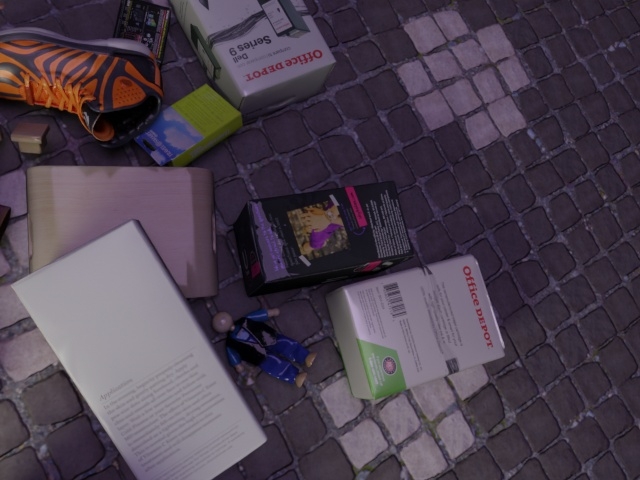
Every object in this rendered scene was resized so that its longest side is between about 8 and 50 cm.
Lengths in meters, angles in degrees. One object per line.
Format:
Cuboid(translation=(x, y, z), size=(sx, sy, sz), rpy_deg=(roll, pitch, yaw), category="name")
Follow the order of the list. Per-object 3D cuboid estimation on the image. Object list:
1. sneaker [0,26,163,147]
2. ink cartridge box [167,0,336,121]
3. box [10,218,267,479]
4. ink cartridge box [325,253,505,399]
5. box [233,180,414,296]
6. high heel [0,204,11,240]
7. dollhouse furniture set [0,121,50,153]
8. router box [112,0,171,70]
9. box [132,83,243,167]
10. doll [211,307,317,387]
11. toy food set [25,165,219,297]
Cuboid(translation=(-0.419, -0.245, 0.933), size=(0.320, 0.125, 0.180), rpy_deg=(-9, 60, -19), category="sneaker")
Cuboid(translation=(-0.132, -0.402, 1.086), size=(0.211, 0.121, 0.289), rpy_deg=(-28, 86, -21), category="ink cartridge box")
Cuboid(translation=(-0.247, 0.159, 0.812), size=(0.168, 0.215, 0.345), rpy_deg=(-31, 98, -14), category="box")
Cuboid(translation=(0.172, 0.155, 1.041), size=(0.272, 0.115, 0.199), rpy_deg=(-12, 80, -20), category="ink cartridge box")
Cuboid(translation=(0.000, 0.000, 1.000), size=(0.270, 0.165, 0.144), rpy_deg=(-9, 79, -19), category="box")
Cuboid(translation=(-0.579, 0.051, 0.769), size=(0.181, 0.127, 0.377), rpy_deg=(19, 33, -19), category="high heel")
Cuboid(translation=(-0.602, -0.139, 0.759), size=(0.355, 0.174, 0.303), rpy_deg=(3, 42, -8), category="dollhouse furniture set")
Cuboid(translation=(-0.335, -0.388, 1.064), size=(0.092, 0.038, 0.123), rpy_deg=(10, 74, -14), category="router box")
Cuboid(translation=(-0.242, -0.201, 1.024), size=(0.178, 0.042, 0.109), rpy_deg=(-40, 67, -22), category="box")
Cuboid(translation=(-0.102, 0.176, 0.986), size=(0.189, 0.046, 0.129), rpy_deg=(28, 79, -2), category="doll")
Cuboid(translation=(-0.327, -0.009, 0.954), size=(0.305, 0.092, 0.220), rpy_deg=(-2, 88, -17), category="toy food set")
